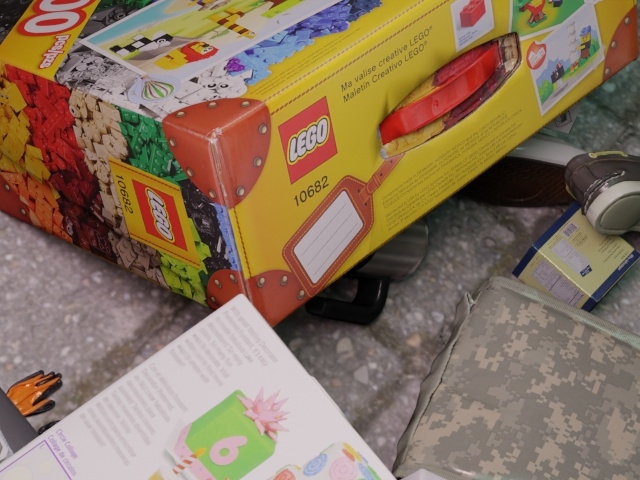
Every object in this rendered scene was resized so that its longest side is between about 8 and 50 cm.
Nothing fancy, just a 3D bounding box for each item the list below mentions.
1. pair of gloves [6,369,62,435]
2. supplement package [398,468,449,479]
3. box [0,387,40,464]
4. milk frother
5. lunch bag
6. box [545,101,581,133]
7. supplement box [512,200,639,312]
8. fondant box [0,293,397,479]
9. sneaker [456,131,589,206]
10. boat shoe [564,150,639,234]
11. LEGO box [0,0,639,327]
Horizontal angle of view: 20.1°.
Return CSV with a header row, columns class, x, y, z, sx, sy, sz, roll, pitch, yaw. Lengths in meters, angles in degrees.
class,x,y,z,sx,sy,sz,roll,pitch,yaw
pair of gloves,-0.236,0.153,1.550,0.074,0.010,0.083,-33,77,-33
supplement package,0.118,0.315,1.414,0.262,0.204,0.145,25,55,-23
box,-0.308,0.247,1.429,0.242,0.076,0.307,-33,74,-31
milk frother,0.000,0.000,1.675,0.143,0.129,0.135,30,12,34
lunch bag,0.208,0.192,1.580,0.287,0.169,0.235,32,56,-4
box,0.186,-0.183,1.817,0.114,0.036,0.207,14,29,-15
supplement box,0.250,0.023,1.760,0.083,0.056,0.083,42,57,9
fondant box,-0.117,0.225,1.290,0.330,0.096,0.238,-36,53,-8
sneaker,0.138,-0.114,1.775,0.290,0.106,0.123,10,60,-11
boat shoe,0.320,-0.046,1.773,0.228,0.081,0.069,9,39,-52
LEGO box,-0.019,-0.171,1.604,0.372,0.193,0.500,22,46,40
